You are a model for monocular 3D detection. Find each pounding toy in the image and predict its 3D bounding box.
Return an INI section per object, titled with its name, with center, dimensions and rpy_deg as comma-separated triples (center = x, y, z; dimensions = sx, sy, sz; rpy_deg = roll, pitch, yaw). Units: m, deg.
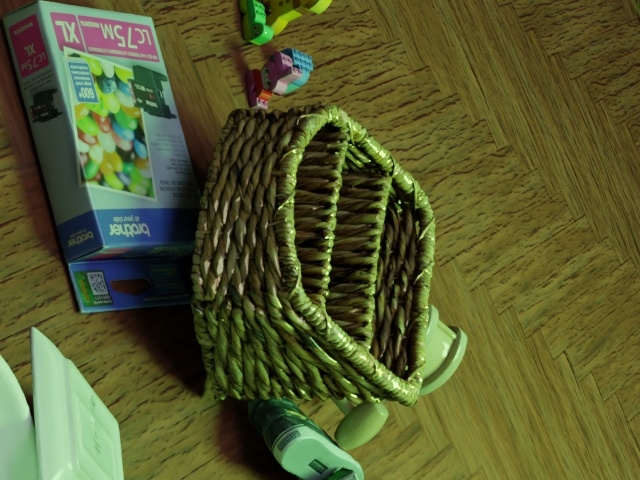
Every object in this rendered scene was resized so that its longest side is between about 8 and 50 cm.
[pounding toy]
center = 0.052, 0.086, 1.956
dimensions = 0.155, 0.154, 0.269
rpy_deg = 40, 25, -44

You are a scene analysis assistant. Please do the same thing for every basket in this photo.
[basket]
center = 0.000, 0.000, 1.847
dimensions = 0.213, 0.223, 0.299
rpy_deg = 81, 14, -45

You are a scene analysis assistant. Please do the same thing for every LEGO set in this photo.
[LEGO set]
center = -0.037, -0.268, 2.138
dimensions = 0.087, 0.093, 0.227
rpy_deg = 17, 58, -52

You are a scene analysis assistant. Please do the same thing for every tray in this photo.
[tray]
center = -0.206, 0.180, 1.555
dimensions = 0.270, 0.030, 0.145
rpy_deg = 77, 4, -69

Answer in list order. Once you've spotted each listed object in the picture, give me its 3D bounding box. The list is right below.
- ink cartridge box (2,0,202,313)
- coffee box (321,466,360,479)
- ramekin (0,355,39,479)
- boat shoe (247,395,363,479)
[ink cartridge box]
center = -0.207, -0.085, 1.812
dimensions = 0.185, 0.065, 0.311
rpy_deg = -1, 75, -57
[coffee box]
center = 0.030, 0.345, 1.876
dimensions = 0.113, 0.040, 0.184
rpy_deg = -31, 101, -20
[ramekin]
center = -0.315, 0.213, 1.330
dimensions = 0.277, 0.135, 0.277
rpy_deg = -6, 90, -77
[boat shoe]
center = -0.014, 0.222, 1.915
dimensions = 0.083, 0.065, 0.183
rpy_deg = 52, 0, 36
